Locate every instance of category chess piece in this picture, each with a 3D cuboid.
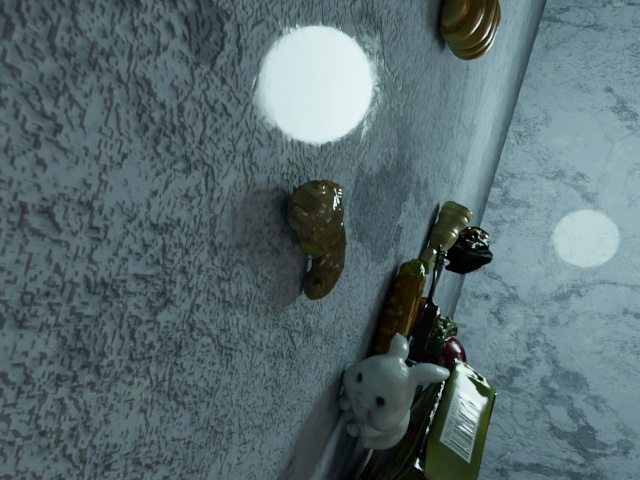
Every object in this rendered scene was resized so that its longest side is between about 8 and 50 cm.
[{"bbox_3d":[0.329,-0.003,1.286,0.200,0.090,0.090,-57,156,-11],"label":"chess piece"}]

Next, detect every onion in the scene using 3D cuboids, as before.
[{"bbox_3d":[0.350,0.382,1.515,0.218,0.195,0.139,-8,89,-38],"label":"onion"}]

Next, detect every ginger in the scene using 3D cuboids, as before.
[{"bbox_3d":[0.002,-0.002,0.499,0.069,0.051,0.173,-56,151,-30],"label":"ginger"}]

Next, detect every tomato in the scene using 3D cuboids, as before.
[{"bbox_3d":[0.293,0.205,1.331,0.075,0.087,0.087,-55,170,30],"label":"tomato"}]

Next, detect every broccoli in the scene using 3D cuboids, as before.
[{"bbox_3d":[0.338,0.270,1.426,0.162,0.138,0.145,116,-29,-82],"label":"broccoli"}]

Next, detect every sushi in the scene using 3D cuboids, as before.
[{"bbox_3d":[0.538,0.022,1.716,0.172,0.153,0.150,86,24,-61],"label":"sushi"}]

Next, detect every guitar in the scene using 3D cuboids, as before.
[{"bbox_3d":[0.239,0.130,1.020,0.083,0.038,0.270,81,28,-63],"label":"guitar"}]

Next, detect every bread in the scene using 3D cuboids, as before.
[{"bbox_3d":[0.260,-0.386,0.817,0.177,0.084,0.119,-13,117,-62],"label":"bread"}]

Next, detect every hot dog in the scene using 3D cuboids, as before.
[{"bbox_3d":[0.167,0.167,1.001,0.115,0.072,0.268,44,63,-66],"label":"hot dog"}]

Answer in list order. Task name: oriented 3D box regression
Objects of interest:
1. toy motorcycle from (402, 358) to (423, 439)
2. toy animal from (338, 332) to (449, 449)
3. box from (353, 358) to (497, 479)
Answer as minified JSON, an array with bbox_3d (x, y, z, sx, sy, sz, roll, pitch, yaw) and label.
[{"bbox_3d":[0.181,0.356,1.102,0.186,0.125,0.275,-62,164,2],"label":"toy motorcycle"},{"bbox_3d":[0.122,0.280,0.859,0.179,0.127,0.192,-18,134,-35],"label":"toy animal"},{"bbox_3d":[0.213,0.529,1.099,0.373,0.138,0.420,-38,161,-56],"label":"box"}]
